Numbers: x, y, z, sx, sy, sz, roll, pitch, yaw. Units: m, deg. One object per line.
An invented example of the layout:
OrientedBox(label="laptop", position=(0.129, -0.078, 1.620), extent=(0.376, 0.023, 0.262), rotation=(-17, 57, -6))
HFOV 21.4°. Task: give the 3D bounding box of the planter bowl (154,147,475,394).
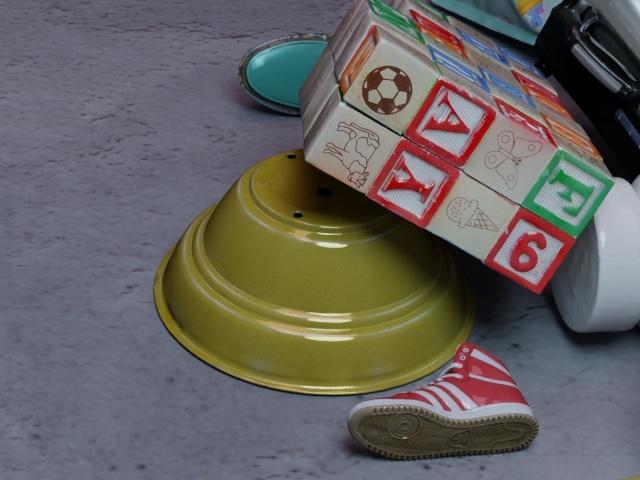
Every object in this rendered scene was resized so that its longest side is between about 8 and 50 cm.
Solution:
OrientedBox(label="planter bowl", position=(0.000, 0.000, 1.117), extent=(0.217, 0.090, 0.217), rotation=(4, 33, -3))

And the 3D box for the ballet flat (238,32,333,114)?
OrientedBox(label="ballet flat", position=(0.022, -0.136, 1.362), extent=(0.188, 0.070, 0.070), rotation=(-2, 34, -15))

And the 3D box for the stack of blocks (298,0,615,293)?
OrientedBox(label="stack of blocks", position=(0.079, -0.089, 1.144), extent=(0.171, 0.087, 0.297), rotation=(29, 15, -11))

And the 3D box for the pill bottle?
OrientedBox(label="pill bottle", position=(0.271, 0.006, 1.119), extent=(0.221, 0.121, 0.121), rotation=(-2, 34, -12))

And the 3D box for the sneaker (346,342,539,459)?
OrientedBox(label="sneaker", position=(0.068, 0.096, 1.026), extent=(0.118, 0.042, 0.067), rotation=(3, 37, -17))

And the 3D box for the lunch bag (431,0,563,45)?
OrientedBox(label="lunch bag", position=(0.257, -0.245, 1.463), extent=(0.223, 0.160, 0.262), rotation=(-19, 35, -33))

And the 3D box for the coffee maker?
OrientedBox(label="coffee maker", position=(0.254, -0.109, 1.267), extent=(0.120, 0.171, 0.178), rotation=(-30, 75, -9))

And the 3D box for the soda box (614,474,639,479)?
OrientedBox(label="soda box", position=(0.204, 0.200, 0.872), extent=(0.058, 0.061, 0.181), rotation=(-9, 36, -22))
